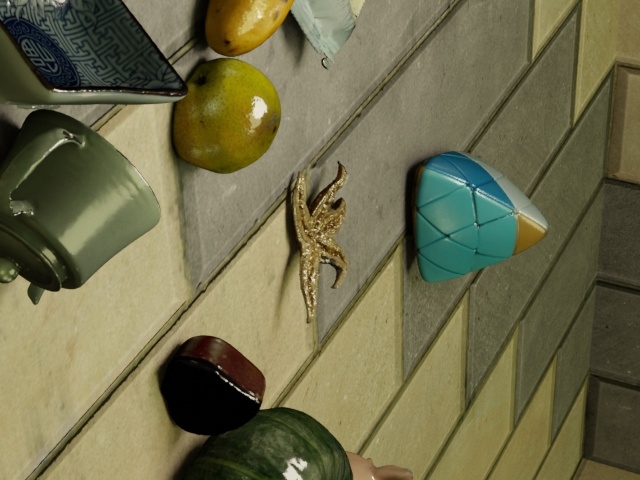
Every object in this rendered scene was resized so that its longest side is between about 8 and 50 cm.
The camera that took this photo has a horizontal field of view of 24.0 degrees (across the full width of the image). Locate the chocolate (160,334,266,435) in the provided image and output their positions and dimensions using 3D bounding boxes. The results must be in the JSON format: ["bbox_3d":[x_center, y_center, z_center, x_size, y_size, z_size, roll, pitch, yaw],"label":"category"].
[{"bbox_3d":[-0.130,0.172,1.901,0.080,0.125,0.148,-78,161,-44],"label":"chocolate"}]

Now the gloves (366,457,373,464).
[{"bbox_3d":[0.063,0.450,2.525,0.180,0.106,0.129,-62,152,-23],"label":"gloves"}]

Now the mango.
[{"bbox_3d":[-0.076,-0.299,1.769,0.115,0.090,0.178,6,101,-58],"label":"mango"}]

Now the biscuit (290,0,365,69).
[{"bbox_3d":[0.036,-0.400,1.993,0.309,0.079,0.186,-68,155,-22],"label":"biscuit"}]

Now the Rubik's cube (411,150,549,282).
[{"bbox_3d":[0.265,-0.015,2.586,0.254,0.254,0.254,-46,144,-51],"label":"Rubik's cube"}]

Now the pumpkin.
[{"bbox_3d":[-0.070,0.368,2.021,0.300,0.207,0.300,13,90,-68],"label":"pumpkin"}]

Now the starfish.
[{"bbox_3d":[-0.007,-0.001,2.161,0.213,0.057,0.238,49,54,-55],"label":"starfish"}]

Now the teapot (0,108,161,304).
[{"bbox_3d":[-0.261,-0.023,1.424,0.149,0.162,0.239,-51,167,-24],"label":"teapot"}]

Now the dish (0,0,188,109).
[{"bbox_3d":[-0.251,-0.180,1.389,0.080,0.182,0.243,-42,167,22],"label":"dish"}]

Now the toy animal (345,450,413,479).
[{"bbox_3d":[-0.007,0.444,2.277,0.213,0.195,0.256,7,95,-39],"label":"toy animal"}]

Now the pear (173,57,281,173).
[{"bbox_3d":[-0.102,-0.144,1.786,0.141,0.104,0.141,-36,131,-55],"label":"pear"}]
